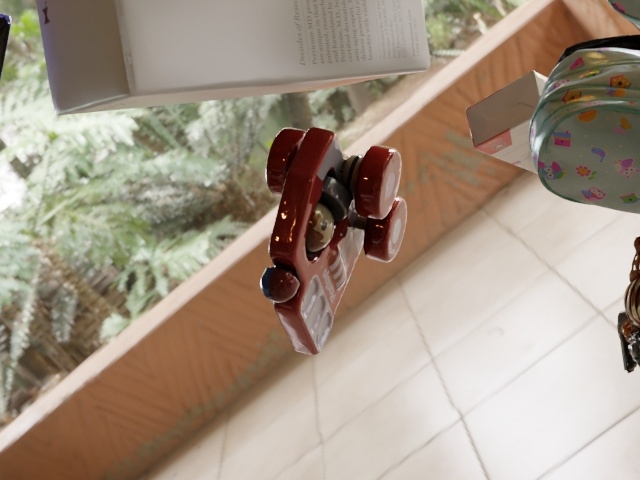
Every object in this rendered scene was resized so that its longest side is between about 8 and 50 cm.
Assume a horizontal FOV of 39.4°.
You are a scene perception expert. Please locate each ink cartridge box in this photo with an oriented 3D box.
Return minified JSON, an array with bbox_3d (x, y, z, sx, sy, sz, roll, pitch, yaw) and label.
[{"bbox_3d":[0.310,-0.156,1.242,0.198,0.067,0.115,13,-31,-43],"label":"ink cartridge box"}]

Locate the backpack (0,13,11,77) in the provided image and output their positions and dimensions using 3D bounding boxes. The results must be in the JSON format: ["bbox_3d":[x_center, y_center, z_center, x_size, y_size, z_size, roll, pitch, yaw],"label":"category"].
[{"bbox_3d":[-0.445,-0.240,1.085,0.101,0.120,0.097,-138,60,-65],"label":"backpack"}]

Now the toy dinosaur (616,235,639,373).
[{"bbox_3d":[0.378,0.077,0.908,0.164,0.321,0.218,-36,19,-22],"label":"toy dinosaur"}]

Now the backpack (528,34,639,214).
[{"bbox_3d":[0.259,-0.088,0.704,0.115,0.182,0.151,-64,-20,-46],"label":"backpack"}]

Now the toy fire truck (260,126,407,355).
[{"bbox_3d":[0.000,0.000,1.244,0.302,0.170,0.253,72,-144,-60],"label":"toy fire truck"}]

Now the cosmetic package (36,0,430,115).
[{"bbox_3d":[-0.101,-0.269,1.158,0.453,0.161,0.230,-12,9,-36],"label":"cosmetic package"}]

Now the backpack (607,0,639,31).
[{"bbox_3d":[0.406,-0.315,0.984,0.166,0.188,0.144,24,15,36],"label":"backpack"}]
